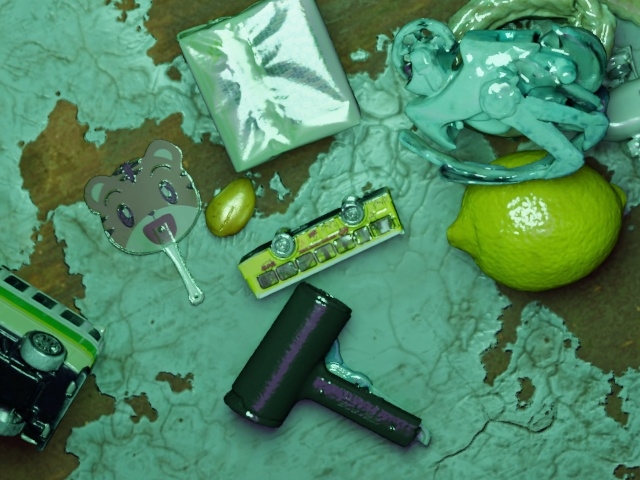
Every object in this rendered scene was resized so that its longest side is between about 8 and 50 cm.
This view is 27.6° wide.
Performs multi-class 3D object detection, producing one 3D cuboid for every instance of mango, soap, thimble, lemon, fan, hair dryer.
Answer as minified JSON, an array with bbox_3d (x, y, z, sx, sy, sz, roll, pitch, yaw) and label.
[{"bbox_3d":[-0.120,-0.045,1.769,0.060,0.046,0.089,29,93,-1],"label":"mango"},{"bbox_3d":[-0.062,-0.214,1.700,0.182,0.138,0.199,-23,96,5],"label":"soap"},{"bbox_3d":[0.258,-0.239,1.687,0.196,0.148,0.229,43,95,-1],"label":"thimble"},{"bbox_3d":[0.284,-0.027,1.691,0.244,0.187,0.187,-8,97,-4],"label":"lemon"},{"bbox_3d":[-0.217,-0.014,1.794,0.152,0.008,0.227,-28,95,4],"label":"fan"},{"bbox_3d":[0.026,0.196,1.756,0.251,0.089,0.197,31,95,-5],"label":"hair dryer"}]

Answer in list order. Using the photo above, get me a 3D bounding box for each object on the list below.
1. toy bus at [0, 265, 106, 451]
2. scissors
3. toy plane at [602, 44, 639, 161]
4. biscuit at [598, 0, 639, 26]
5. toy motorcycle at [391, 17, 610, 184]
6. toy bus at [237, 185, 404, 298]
[{"bbox_3d":[-0.445,0.118,1.731,0.305,0.179,0.143,31,112,-2],"label":"toy bus"},{"bbox_3d":[0.043,0.208,1.802,0.256,0.030,0.125,33,97,1],"label":"scissors"},{"bbox_3d":[0.433,-0.180,1.720,0.173,0.080,0.174,-1,80,8],"label":"toy plane"},{"bbox_3d":[0.445,-0.449,1.703,0.217,0.044,0.325,27,97,-1],"label":"biscuit"},{"bbox_3d":[0.215,-0.165,1.560,0.260,0.154,0.206,3,118,11],"label":"toy motorcycle"},{"bbox_3d":[0.000,0.000,1.752,0.226,0.081,0.074,-25,96,5],"label":"toy bus"}]
